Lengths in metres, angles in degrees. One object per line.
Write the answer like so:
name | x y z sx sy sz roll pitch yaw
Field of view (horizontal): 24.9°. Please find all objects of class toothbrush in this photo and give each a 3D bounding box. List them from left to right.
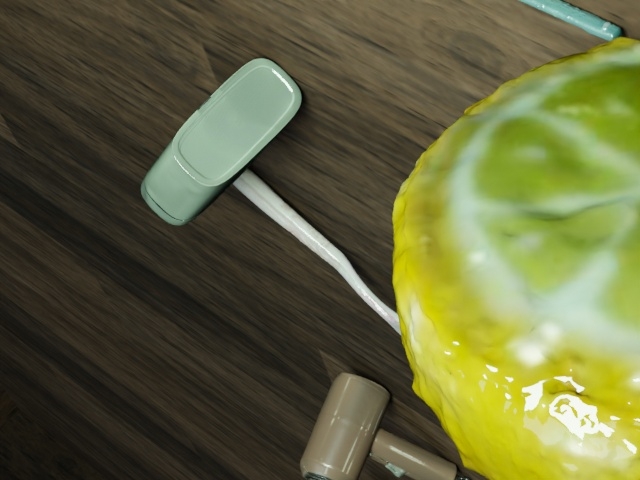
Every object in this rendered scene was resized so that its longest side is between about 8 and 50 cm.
toothbrush | 0.000 0.000 1.276 0.307 0.029 0.025 41 160 13
toothbrush | 0.096 -0.146 0.802 0.167 0.011 0.014 32 152 30

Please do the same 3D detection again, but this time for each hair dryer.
hair dryer | 0.076 0.223 1.495 0.182 0.117 0.064 27 162 -14

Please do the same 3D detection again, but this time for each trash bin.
trash bin | -0.080 -0.075 1.133 0.059 0.116 0.130 44 160 -4

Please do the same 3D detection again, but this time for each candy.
candy | 0.157 0.013 0.652 0.260 0.260 0.118 28 148 37
